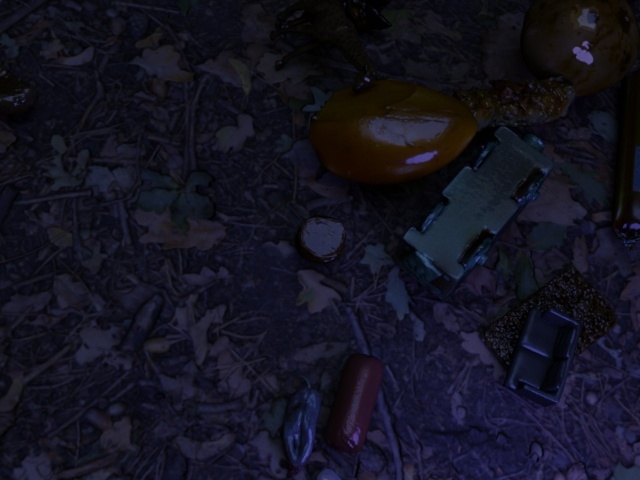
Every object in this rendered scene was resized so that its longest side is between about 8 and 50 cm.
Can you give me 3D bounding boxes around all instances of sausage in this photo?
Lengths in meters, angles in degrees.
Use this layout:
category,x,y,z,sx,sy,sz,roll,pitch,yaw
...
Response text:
category,x,y,z,sx,sy,sz,roll,pitch,yaw
sausage,0.576,-0.146,1.666,0.082,0.082,0.371,15,64,-5
sausage,0.052,0.244,1.387,0.062,0.062,0.154,20,64,-2

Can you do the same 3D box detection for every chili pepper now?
category,x,y,z,sx,sy,sz,roll,pitch,yaw
chili pepper,-0.030,0.275,1.368,0.050,0.041,0.153,-6,59,33

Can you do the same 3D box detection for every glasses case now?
category,x,y,z,sx,sy,sz,roll,pitch,yaw
glasses case,0.027,0.372,1.345,0.083,0.021,0.032,45,63,10

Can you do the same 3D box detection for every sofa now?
category,x,y,z,sx,sy,sz,roll,pitch,yaw
sofa,0.354,0.179,1.452,0.085,0.060,0.147,26,66,-1

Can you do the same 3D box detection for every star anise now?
category,x,y,z,sx,sy,sz,roll,pitch,yaw
star anise,0.083,-0.437,1.691,0.234,0.073,0.177,3,64,9

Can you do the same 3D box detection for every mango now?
category,x,y,z,sx,sy,sz,roll,pitch,yaw
mango,0.127,-0.176,1.517,0.257,0.138,0.187,9,52,20

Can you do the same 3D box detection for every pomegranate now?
category,x,y,z,sx,sy,sz,roll,pitch,yaw
pomegranate,0.467,-0.370,1.680,0.215,0.215,0.215,4,65,-10

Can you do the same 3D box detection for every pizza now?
category,x,y,z,sx,sy,sz,roll,pitch,yaw
pizza,0.304,-0.239,1.605,0.305,0.161,0.085,-8,104,-6

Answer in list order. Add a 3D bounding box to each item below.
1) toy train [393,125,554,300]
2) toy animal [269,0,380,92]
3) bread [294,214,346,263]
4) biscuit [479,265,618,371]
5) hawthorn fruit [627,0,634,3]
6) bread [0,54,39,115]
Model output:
category,x,y,z,sx,sy,sz,roll,pitch,yaw
toy train,0.257,-0.046,1.511,0.129,0.159,0.326,39,68,10
toy animal,0.014,-0.345,1.584,0.275,0.054,0.149,25,81,37
bread,0.000,0.000,1.493,0.085,0.053,0.085,2,77,-7
biscuit,0.384,0.143,1.522,0.231,0.025,0.131,-33,77,-23
hawthorn fruit,0.532,-0.601,1.772,0.265,0.265,0.307,-39,65,-24
bread,-0.521,-0.244,1.493,0.082,0.060,0.113,-40,77,-25
